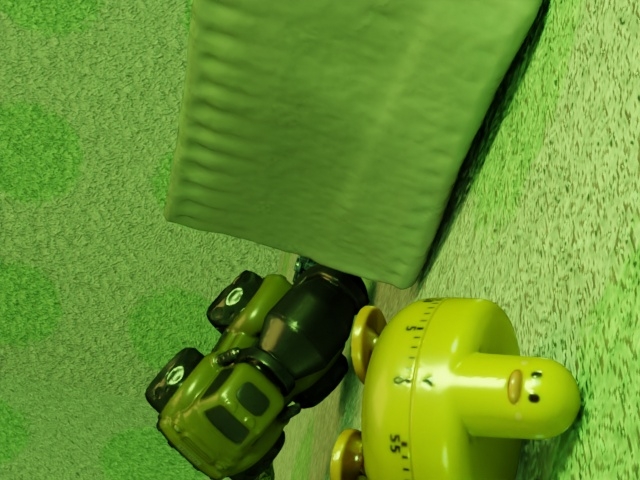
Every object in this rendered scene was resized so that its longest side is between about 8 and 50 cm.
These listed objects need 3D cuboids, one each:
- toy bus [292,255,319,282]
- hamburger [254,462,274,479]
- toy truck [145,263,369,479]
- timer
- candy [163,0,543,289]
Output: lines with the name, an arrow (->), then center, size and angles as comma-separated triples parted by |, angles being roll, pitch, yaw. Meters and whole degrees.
toy bus -> 0.000, 0.000, 1.828 | 0.166, 0.047, 0.065 | 110, 176, -53
hamburger -> -0.066, 0.324, 1.353 | 0.214, 0.125, 0.235 | -52, 14, 56
toy truck -> -0.052, 0.122, 1.312 | 0.224, 0.147, 0.165 | -50, 9, -32
timer -> 0.067, 0.076, 0.590 | 0.107, 0.109, 0.107 | 1, -90, -66
candy -> 0.016, -0.123, 0.928 | 0.359, 0.208, 0.145 | 106, 180, -57
